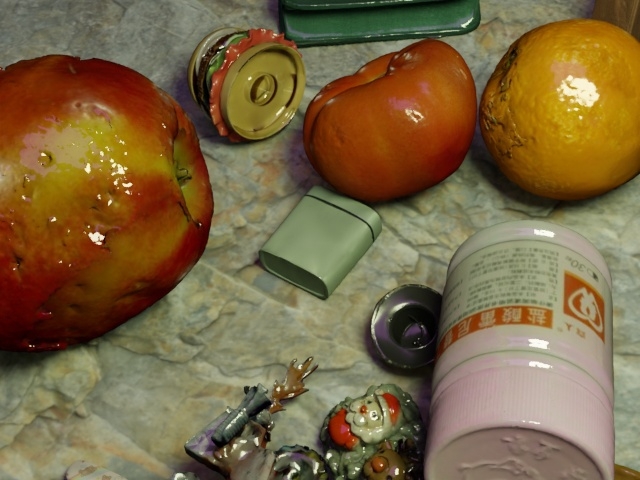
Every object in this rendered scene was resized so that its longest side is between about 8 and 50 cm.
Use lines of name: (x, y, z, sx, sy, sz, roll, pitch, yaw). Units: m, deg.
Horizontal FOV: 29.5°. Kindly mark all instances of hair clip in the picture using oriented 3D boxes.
hair clip: (0.090, 0.290, 1.365, 0.138, 0.091, 0.321, -21, 51, -6)

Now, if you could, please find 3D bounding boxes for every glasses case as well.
glasses case: (-0.266, 0.288, 1.457, 0.083, 0.021, 0.032, 19, 54, 21)

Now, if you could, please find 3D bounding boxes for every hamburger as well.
hamburger: (-0.117, -0.233, 1.770, 0.175, 0.175, 0.137, -40, 44, -22)

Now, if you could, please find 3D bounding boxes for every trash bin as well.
trash bin: (0.000, 0.000, 1.628, 0.116, 0.059, 0.130, 25, 60, 27)

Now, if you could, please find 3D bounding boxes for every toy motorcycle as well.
toy motorcycle: (-0.103, 0.275, 1.371, 0.207, 0.134, 0.401, 28, 65, 16)

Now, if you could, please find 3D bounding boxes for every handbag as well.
handbag: (0.460, -0.363, 1.771, 0.072, 0.193, 0.151, 32, 57, 26)
handbag: (0.091, -0.423, 1.936, 0.326, 0.089, 0.238, -5, 50, 3)

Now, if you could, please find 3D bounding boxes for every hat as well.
hat: (0.119, 0.114, 1.527, 0.121, 0.050, 0.121, -3, 56, 5)

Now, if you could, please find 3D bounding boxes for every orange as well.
orange: (0.333, -0.170, 1.605, 0.246, 0.246, 0.246, -4, 51, 5)

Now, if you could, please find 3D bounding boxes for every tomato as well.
tomato: (0.102, -0.156, 1.645, 0.259, 0.180, 0.260, -23, 16, 7)

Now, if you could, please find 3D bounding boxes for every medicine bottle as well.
medicine bottle: (0.226, 0.147, 1.358, 0.202, 0.202, 0.316, 3, 41, 9)

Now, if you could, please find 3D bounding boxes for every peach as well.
peach: (-0.355, -0.042, 1.531, 0.416, 0.339, 0.353, -8, 50, 7)

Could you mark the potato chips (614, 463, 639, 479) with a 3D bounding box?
potato chips: (0.306, 0.314, 1.343, 0.201, 0.049, 0.150, 12, 45, 16)
